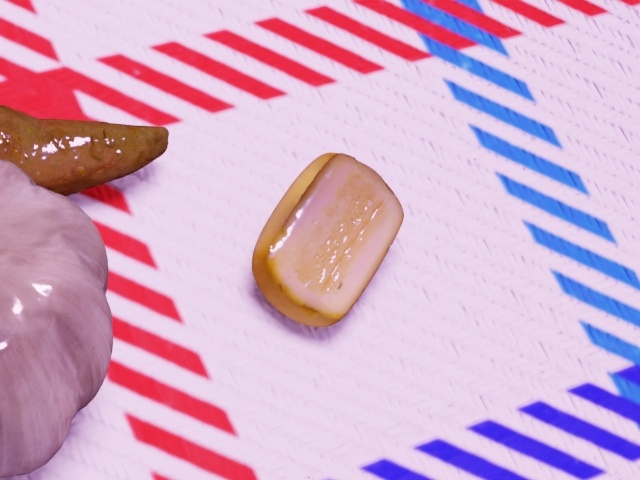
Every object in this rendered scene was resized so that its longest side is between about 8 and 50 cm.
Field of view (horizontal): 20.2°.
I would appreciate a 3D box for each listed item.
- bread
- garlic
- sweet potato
[{"bbox_3d":[0.000,0.000,1.188,0.082,0.056,0.115,37,66,-18],"label":"bread"},{"bbox_3d":[-0.211,0.020,1.010,0.218,0.212,0.219,8,53,-11],"label":"garlic"},{"bbox_3d":[-0.230,-0.057,1.138,0.273,0.067,0.067,-2,62,-14],"label":"sweet potato"}]
